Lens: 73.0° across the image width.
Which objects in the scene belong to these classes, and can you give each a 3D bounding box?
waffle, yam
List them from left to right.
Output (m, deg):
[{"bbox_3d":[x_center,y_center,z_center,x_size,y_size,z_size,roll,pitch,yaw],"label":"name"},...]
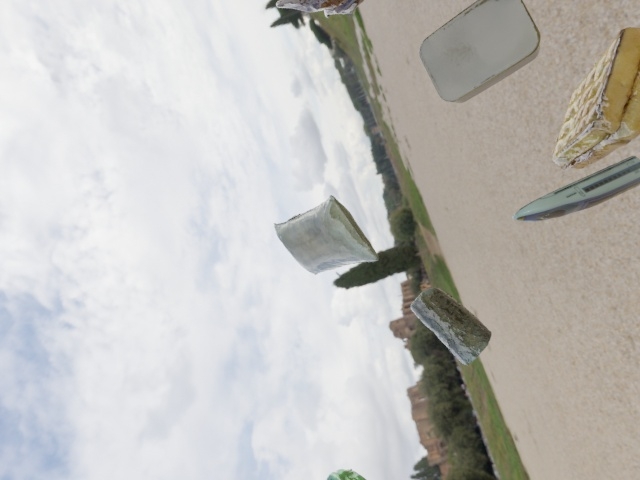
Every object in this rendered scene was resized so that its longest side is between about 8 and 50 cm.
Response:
[{"bbox_3d":[0.306,0.192,1.018,0.183,0.107,0.107,45,-175,19],"label":"yam"},{"bbox_3d":[0.628,-0.295,0.966,0.327,0.098,0.224,16,-87,-75],"label":"waffle"}]

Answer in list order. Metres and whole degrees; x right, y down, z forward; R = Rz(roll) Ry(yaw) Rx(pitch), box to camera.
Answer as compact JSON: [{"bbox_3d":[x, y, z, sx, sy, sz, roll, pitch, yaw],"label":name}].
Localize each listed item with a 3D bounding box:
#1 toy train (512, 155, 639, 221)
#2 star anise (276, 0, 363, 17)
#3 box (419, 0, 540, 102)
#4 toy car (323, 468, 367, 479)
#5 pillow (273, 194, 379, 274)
[{"bbox_3d":[0.444,-0.073,0.743,0.055,0.251,0.048,88,157,-63],"label":"toy train"},{"bbox_3d":[0.087,-0.466,0.722,0.109,0.349,0.292,62,-161,-17],"label":"star anise"},{"bbox_3d":[0.316,-0.377,0.857,0.090,0.201,0.144,-19,-99,-58],"label":"box"},{"bbox_3d":[0.108,0.688,0.949,0.213,0.176,0.359,2,98,59],"label":"toy car"},{"bbox_3d":[0.000,0.000,1.062,0.185,0.302,0.075,50,-121,-13],"label":"pillow"}]
